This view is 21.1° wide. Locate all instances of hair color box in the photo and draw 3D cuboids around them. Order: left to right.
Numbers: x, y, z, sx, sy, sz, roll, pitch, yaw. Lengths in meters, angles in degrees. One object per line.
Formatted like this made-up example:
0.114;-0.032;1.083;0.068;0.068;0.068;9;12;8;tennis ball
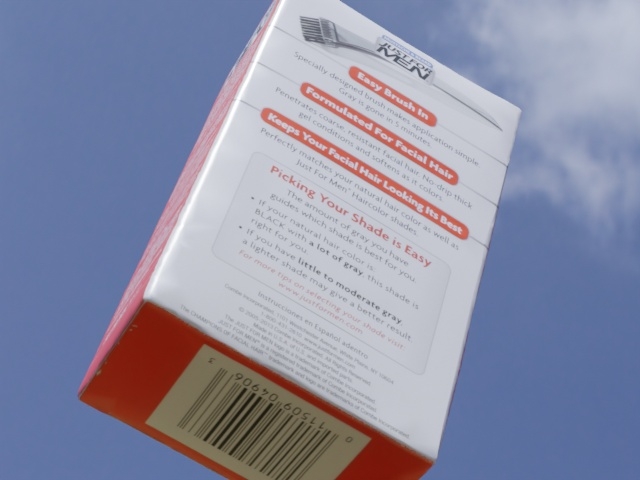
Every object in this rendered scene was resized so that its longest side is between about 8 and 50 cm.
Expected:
0.000;0.000;0.525;0.093;0.167;0.053;30;-48;-9;hair color box
